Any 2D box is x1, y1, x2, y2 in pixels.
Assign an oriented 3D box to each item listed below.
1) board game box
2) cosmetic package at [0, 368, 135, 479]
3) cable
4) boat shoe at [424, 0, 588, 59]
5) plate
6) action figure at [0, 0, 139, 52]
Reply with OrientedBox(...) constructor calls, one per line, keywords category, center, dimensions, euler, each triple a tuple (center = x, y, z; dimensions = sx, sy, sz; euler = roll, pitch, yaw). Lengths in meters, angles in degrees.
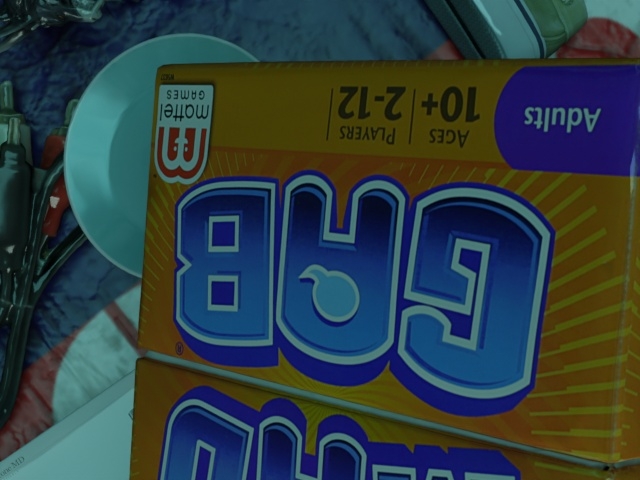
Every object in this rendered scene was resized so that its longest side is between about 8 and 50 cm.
OrientedBox(category="board game box", center=(0.134, 0.086, 0.831), dimensions=(0.356, 0.356, 0.356), euler=(2, 93, -43))
OrientedBox(category="cosmetic package", center=(-0.140, 0.154, 1.058), dimensions=(0.239, 0.060, 0.099), euler=(-35, 87, -3))
OrientedBox(category="cable", center=(-0.237, 0.021, 1.083), dimensions=(0.139, 0.072, 0.287), euler=(5, 99, -17))
OrientedBox(category="boat shoe", center=(0.099, -0.267, 1.079), dimensions=(0.094, 0.109, 0.302), euler=(-33, 96, -18))
OrientedBox(category="plate", center=(-0.103, -0.061, 1.026), dimensions=(0.188, 0.024, 0.188), euler=(-1, 87, 16))
OrientedBox(category="action figure", center=(-0.169, -0.252, 1.038), dimensions=(0.141, 0.164, 0.276), euler=(20, 81, 5))
